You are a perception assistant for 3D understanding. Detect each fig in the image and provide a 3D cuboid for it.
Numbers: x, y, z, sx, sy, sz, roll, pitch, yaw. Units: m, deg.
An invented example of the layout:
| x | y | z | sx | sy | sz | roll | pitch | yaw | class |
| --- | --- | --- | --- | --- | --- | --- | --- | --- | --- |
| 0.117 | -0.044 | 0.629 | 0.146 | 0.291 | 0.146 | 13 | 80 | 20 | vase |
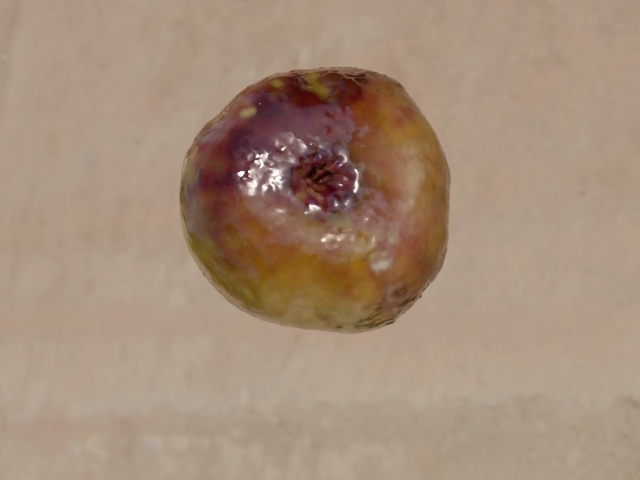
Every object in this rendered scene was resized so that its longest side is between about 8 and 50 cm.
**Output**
| x | y | z | sx | sy | sz | roll | pitch | yaw | class |
| --- | --- | --- | --- | --- | --- | --- | --- | --- | --- |
| 0.000 | 0.000 | 0.989 | 0.257 | 0.159 | 0.159 | 95 | 174 | -68 | fig |
